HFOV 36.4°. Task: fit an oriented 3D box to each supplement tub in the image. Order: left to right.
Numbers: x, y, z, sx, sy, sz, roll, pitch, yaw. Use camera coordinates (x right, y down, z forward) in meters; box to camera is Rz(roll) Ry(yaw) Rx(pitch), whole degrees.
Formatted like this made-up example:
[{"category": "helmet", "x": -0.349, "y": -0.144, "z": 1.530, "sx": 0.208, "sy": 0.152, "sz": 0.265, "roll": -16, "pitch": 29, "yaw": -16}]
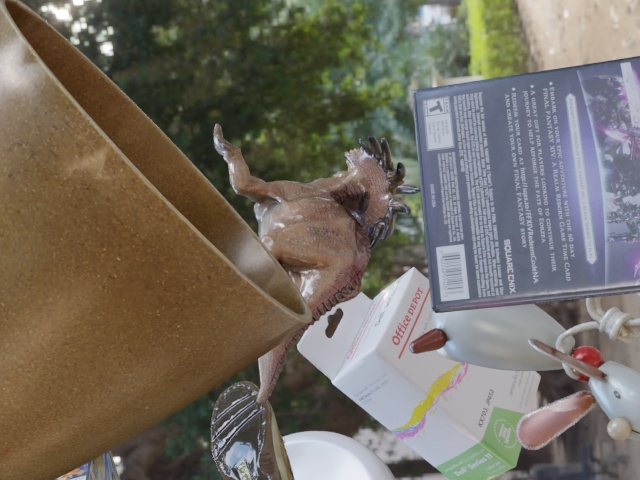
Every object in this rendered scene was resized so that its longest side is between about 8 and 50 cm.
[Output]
[{"category": "supplement tub", "x": 0.019, "y": 0.405, "z": 1.214, "sx": 0.316, "sy": 0.228, "sz": 0.228, "roll": 67, "pitch": -160, "yaw": -47}]

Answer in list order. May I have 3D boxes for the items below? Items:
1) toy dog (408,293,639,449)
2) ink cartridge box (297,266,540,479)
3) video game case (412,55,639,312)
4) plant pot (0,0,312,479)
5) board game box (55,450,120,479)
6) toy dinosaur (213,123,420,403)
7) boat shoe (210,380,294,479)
[{"category": "toy dog", "x": 0.244, "y": 0.145, "z": 1.187, "sx": 0.161, "sy": 0.334, "sz": 0.220, "roll": -34, "pitch": -58, "yaw": -35}, {"category": "ink cartridge box", "x": 0.158, "y": 0.191, "z": 1.504, "sx": 0.119, "sy": 0.353, "sz": 0.207, "roll": -43, "pitch": 11, "yaw": 42}, {"category": "video game case", "x": 0.220, "y": -0.050, "z": 0.805, "sx": 0.026, "sy": 0.274, "sz": 0.196, "roll": 39, "pitch": -135, "yaw": -72}, {"category": "plant pot", "x": -0.177, "y": 0.039, "z": 0.531, "sx": 0.237, "sy": 0.254, "sz": 0.237, "roll": 48, "pitch": -178, "yaw": -2}, {"category": "board game box", "x": -0.210, "y": 0.285, "z": 0.940, "sx": 0.136, "sy": 0.035, "sz": 0.201, "roll": -110, "pitch": 8, "yaw": -68}, {"category": "toy dinosaur", "x": 0.000, "y": 0.000, "z": 0.874, "sx": 0.295, "sy": 0.200, "sz": 0.127, "roll": -90, "pitch": 2, "yaw": -46}, {"category": "boat shoe", "x": -0.054, "y": 0.218, "z": 0.912, "sx": 0.072, "sy": 0.068, "sz": 0.190, "roll": 50, "pitch": -165, "yaw": -40}]
